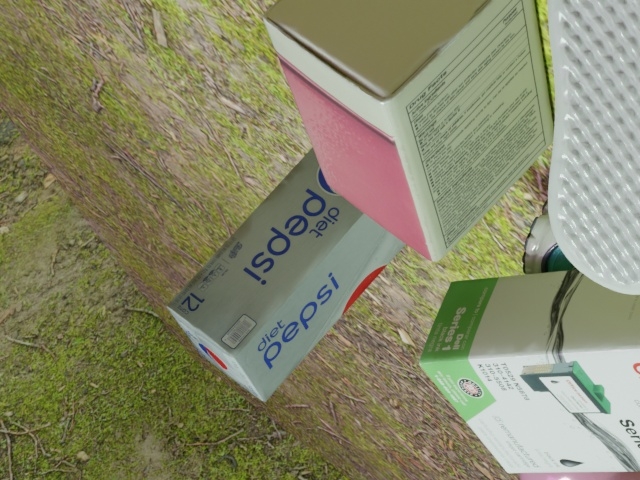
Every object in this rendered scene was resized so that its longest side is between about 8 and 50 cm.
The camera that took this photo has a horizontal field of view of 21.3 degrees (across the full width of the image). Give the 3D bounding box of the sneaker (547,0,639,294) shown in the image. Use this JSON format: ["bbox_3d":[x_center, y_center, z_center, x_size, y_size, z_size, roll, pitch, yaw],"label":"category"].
[{"bbox_3d":[0.204,-0.119,0.960,0.126,0.127,0.321,33,145,24],"label":"sneaker"}]

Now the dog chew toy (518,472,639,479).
[{"bbox_3d":[0.326,0.298,1.716,0.332,0.207,0.206,51,167,3],"label":"dog chew toy"}]

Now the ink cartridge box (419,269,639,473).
[{"bbox_3d":[0.217,0.105,1.356,0.219,0.092,0.160,-7,134,41],"label":"ink cartridge box"}]

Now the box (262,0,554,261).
[{"bbox_3d":[0.072,-0.117,1.260,0.127,0.148,0.232,37,165,28],"label":"box"}]

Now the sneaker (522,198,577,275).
[{"bbox_3d":[0.250,0.072,1.439,0.110,0.107,0.275,22,156,36],"label":"sneaker"}]

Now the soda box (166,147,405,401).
[{"bbox_3d":[0.000,0.000,1.528,0.091,0.286,0.098,34,164,31],"label":"soda box"}]
